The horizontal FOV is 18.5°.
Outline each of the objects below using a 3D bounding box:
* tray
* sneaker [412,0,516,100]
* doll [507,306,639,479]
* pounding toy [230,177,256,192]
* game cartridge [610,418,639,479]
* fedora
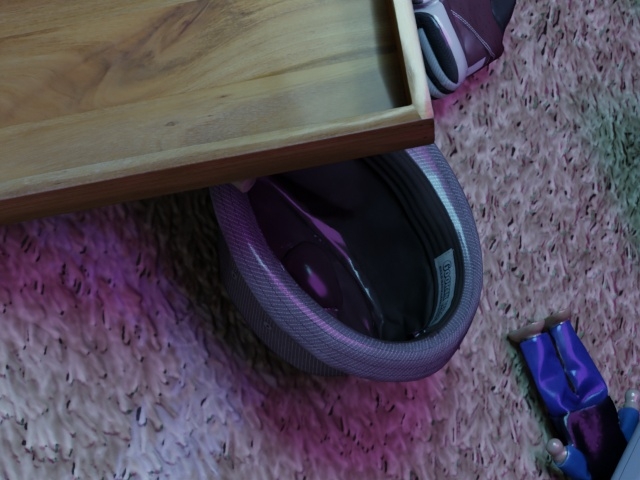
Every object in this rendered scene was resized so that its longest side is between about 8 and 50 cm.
[{"bbox_3d":[-0.139,-0.133,1.401,0.411,0.076,0.202,-10,76,0],"label":"tray"},{"bbox_3d":[0.090,-0.274,1.776,0.162,0.106,0.281,-26,99,-46],"label":"sneaker"},{"bbox_3d":[0.237,0.155,1.741,0.129,0.046,0.189,-19,84,-39],"label":"doll"},{"bbox_3d":[-0.055,-0.161,1.497,0.183,0.110,0.237,33,81,11],"label":"pounding toy"},{"bbox_3d":[0.351,0.295,1.741,0.297,0.062,0.198,52,46,-22],"label":"game cartridge"},{"bbox_3d":[0.000,0.000,1.570,0.244,0.124,0.275,-35,88,-41],"label":"fedora"}]
